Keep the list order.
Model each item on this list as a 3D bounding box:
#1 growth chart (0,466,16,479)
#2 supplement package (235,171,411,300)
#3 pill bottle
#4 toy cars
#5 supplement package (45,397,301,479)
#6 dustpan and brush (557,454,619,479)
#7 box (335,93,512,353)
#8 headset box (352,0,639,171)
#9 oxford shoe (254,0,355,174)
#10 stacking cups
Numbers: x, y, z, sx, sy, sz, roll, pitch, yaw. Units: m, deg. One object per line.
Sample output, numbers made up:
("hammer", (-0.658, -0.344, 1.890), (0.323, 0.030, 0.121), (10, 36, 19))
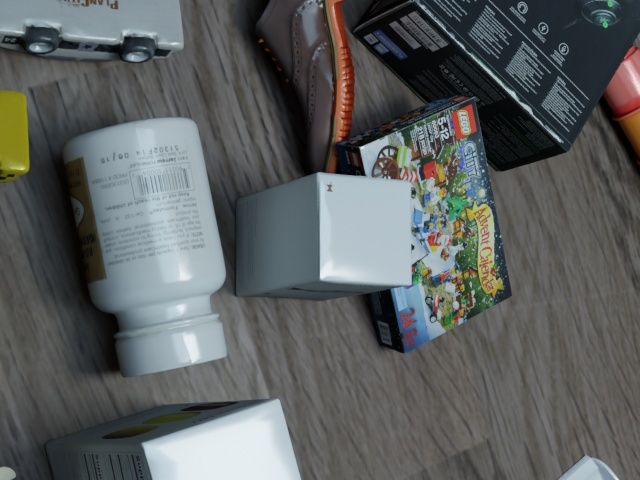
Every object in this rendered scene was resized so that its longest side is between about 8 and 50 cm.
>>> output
("growth chart", (-0.298, 0.303, 1.294), (0.172, 0.021, 0.237), (-46, 135, -29))
("supplement package", (0.000, 0.000, 1.470), (0.105, 0.179, 0.105), (5, 81, -28))
("pill bottle", (-0.159, 0.007, 1.408), (0.131, 0.131, 0.229), (-10, 88, -30))
("toy cars", (-0.296, -0.151, 1.384), (0.176, 0.087, 0.393), (47, 59, -2))
("supplement package", (-0.129, 0.223, 1.329), (0.139, 0.244, 0.134), (-15, 91, -30))
("dustpan and brush", (0.322, 0.364, 1.667), (0.147, 0.060, 0.211), (-35, 100, -28))
("box", (0.113, -0.019, 1.574), (0.159, 0.044, 0.233), (-25, 113, -30))
("headset box", (0.218, -0.267, 1.657), (0.246, 0.131, 0.283), (41, 66, -18))
("oxford shoe", (-0.016, -0.195, 1.558), (0.098, 0.097, 0.271), (-2, 91, 5))
("stacking cups", (0.423, -0.083, 1.781), (0.096, 0.096, 0.316), (-38, 97, -28))
